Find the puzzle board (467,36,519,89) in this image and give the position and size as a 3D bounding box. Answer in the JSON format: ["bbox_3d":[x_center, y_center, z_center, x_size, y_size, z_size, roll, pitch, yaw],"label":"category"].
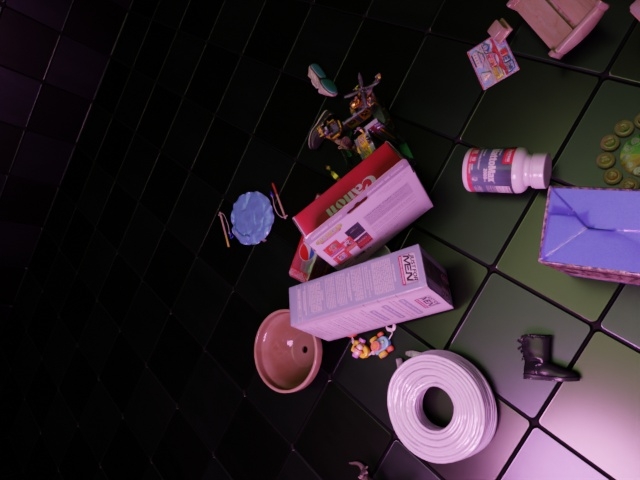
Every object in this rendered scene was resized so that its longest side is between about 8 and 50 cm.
[{"bbox_3d":[0.444,-0.466,1.238,0.096,0.011,0.128,-27,66,30],"label":"puzzle board"}]

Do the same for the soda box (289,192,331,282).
[{"bbox_3d":[0.000,0.000,1.430,0.083,0.092,0.264,24,95,37],"label":"soda box"}]

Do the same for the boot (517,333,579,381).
[{"bbox_3d":[0.495,0.255,1.045,0.121,0.045,0.099,-6,74,36],"label":"boot"}]

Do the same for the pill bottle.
[{"bbox_3d":[0.438,-0.166,1.126,0.180,0.107,0.108,6,85,37],"label":"pill bottle"}]

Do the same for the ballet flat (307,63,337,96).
[{"bbox_3d":[0.007,-0.508,1.557,0.168,0.057,0.052,63,145,31],"label":"ballet flat"}]

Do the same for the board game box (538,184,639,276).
[{"bbox_3d":[0.564,0.002,0.883,0.231,0.290,0.141,8,87,38],"label":"board game box"}]

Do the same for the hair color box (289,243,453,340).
[{"bbox_3d":[0.123,0.146,1.223,0.374,0.185,0.114,-20,58,27],"label":"hair color box"}]

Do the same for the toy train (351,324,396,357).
[{"bbox_3d":[0.123,0.263,1.318,0.166,0.046,0.125,-5,79,36],"label":"toy train"}]

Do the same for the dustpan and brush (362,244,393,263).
[{"bbox_3d":[0.177,0.056,1.308,0.211,0.060,0.148,-12,74,35],"label":"dustpan and brush"}]

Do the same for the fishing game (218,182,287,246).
[{"bbox_3d":[-0.232,-0.076,1.654,0.263,0.041,0.189,-28,73,24],"label":"fishing game"}]

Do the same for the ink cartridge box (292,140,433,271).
[{"bbox_3d":[0.101,-0.086,1.215,0.309,0.272,0.130,-39,58,7],"label":"ink cartridge box"}]

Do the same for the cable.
[{"bbox_3d":[0.284,0.393,1.145,0.256,0.089,0.258,-10,75,35],"label":"cable"}]

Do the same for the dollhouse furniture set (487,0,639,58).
[{"bbox_3d":[0.620,-0.511,1.083,0.356,0.173,0.304,-50,53,44],"label":"dollhouse furniture set"}]

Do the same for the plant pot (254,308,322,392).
[{"bbox_3d":[-0.076,0.323,1.416,0.237,0.109,0.238,-7,78,35],"label":"plant pot"}]

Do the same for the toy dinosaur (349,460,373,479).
[{"bbox_3d":[0.150,0.664,1.172,0.313,0.120,0.161,9,120,51],"label":"toy dinosaur"}]

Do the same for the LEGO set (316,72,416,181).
[{"bbox_3d":[0.103,-0.282,1.344,0.254,0.192,0.332,-24,68,31],"label":"LEGO set"}]

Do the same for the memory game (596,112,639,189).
[{"bbox_3d":[0.684,-0.182,1.004,0.186,0.012,0.187,-8,77,35],"label":"memory game"}]

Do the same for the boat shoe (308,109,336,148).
[{"bbox_3d":[0.005,-0.349,1.520,0.042,0.048,0.133,35,98,44],"label":"boat shoe"}]
